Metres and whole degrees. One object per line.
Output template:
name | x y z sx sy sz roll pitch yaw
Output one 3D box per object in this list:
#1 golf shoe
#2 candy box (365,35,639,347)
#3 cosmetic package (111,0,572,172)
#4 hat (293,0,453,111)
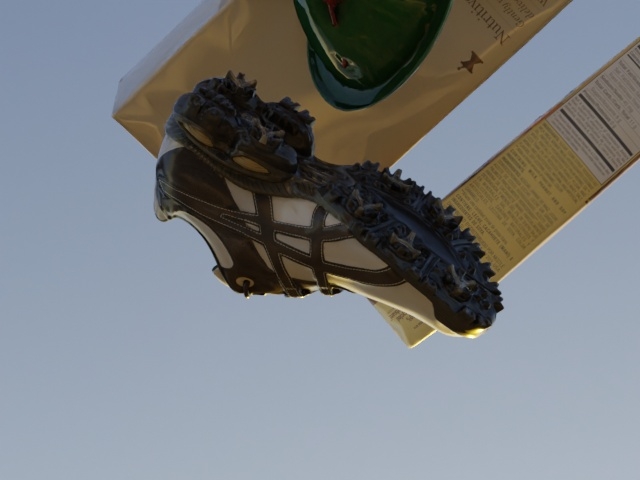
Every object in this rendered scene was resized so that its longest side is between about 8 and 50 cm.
golf shoe | 0.000 0.000 0.777 0.198 0.077 0.094 36 -61 14
candy box | 0.189 -0.049 1.347 0.087 0.316 0.183 49 -25 2
cosmetic package | 0.018 -0.183 1.370 0.385 0.156 0.217 -45 -74 7
hat | -0.015 -0.210 1.115 0.183 0.173 0.208 14 -50 -36
